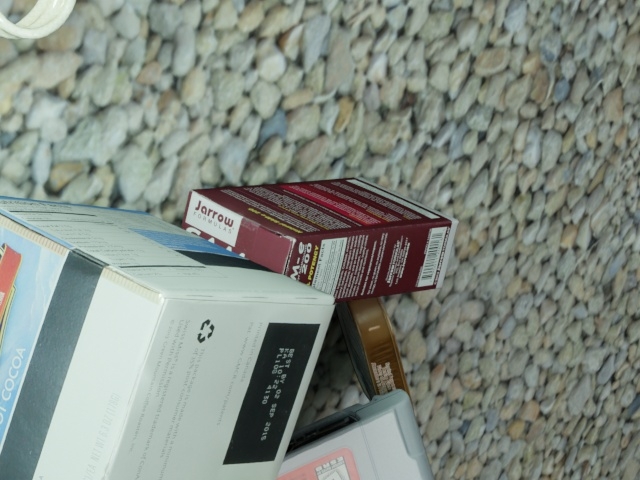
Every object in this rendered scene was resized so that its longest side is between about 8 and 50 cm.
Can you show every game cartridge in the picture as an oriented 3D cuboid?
[{"bbox_3d":[-0.020,0.284,1.844,0.294,0.060,0.196,-23,112,-17],"label":"game cartridge"}]

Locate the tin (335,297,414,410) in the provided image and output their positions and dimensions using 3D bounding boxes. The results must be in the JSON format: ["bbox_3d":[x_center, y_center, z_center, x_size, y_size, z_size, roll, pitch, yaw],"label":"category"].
[{"bbox_3d":[0.049,0.101,1.903,0.040,0.106,0.190,-19,131,-4],"label":"tin"}]

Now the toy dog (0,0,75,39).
[{"bbox_3d":[-0.168,-0.311,1.316,0.220,0.161,0.334,40,71,-23],"label":"toy dog"}]

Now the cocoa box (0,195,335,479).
[{"bbox_3d":[-0.185,0.162,1.533,0.231,0.228,0.347,5,106,-56],"label":"cocoa box"}]

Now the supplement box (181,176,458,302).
[{"bbox_3d":[0.000,0.000,1.759,0.239,0.130,0.073,-5,114,-49],"label":"supplement box"}]
